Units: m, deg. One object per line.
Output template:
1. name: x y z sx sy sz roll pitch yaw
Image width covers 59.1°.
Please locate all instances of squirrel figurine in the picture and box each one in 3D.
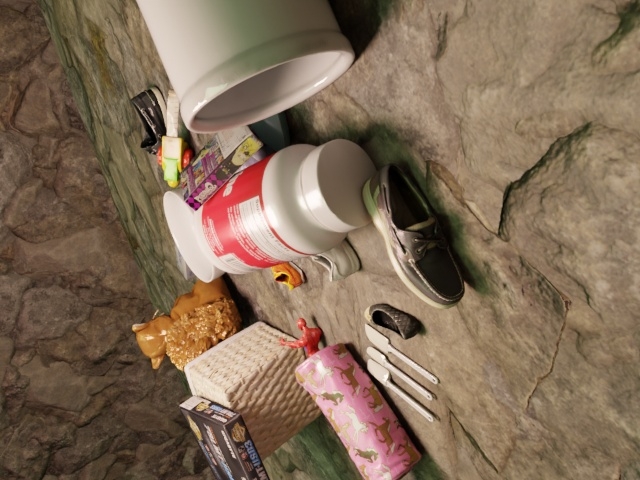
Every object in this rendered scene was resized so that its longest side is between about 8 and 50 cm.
1. squirrel figurine: -0.481 0.312 2.041 0.397 0.370 0.281 33 143 67

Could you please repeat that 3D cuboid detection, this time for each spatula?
1. spatula: 0.191 0.320 1.355 0.242 0.019 0.168 31 133 44

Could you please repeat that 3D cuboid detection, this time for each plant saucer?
1. plant saucer: -0.164 -0.297 1.412 0.317 0.043 0.318 41 145 38

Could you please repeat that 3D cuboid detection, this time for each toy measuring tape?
1. toy measuring tape: -0.477 -0.338 1.870 0.121 0.121 0.331 32 122 45

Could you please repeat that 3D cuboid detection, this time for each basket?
1. basket: -0.211 0.498 1.867 0.266 0.331 0.329 9 121 51

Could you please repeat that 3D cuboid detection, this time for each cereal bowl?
1. cereal bowl: -0.391 -0.035 1.911 0.339 0.141 0.339 40 144 38

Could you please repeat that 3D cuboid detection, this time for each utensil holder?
1. utensil holder: -0.159 -0.435 1.002 0.327 0.327 0.386 -20 93 62

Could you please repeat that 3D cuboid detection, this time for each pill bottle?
1. pill bottle: -0.077 -0.069 1.205 0.407 0.229 0.229 -17 99 46

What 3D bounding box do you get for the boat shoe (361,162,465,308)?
1. boat shoe: 0.172 -0.011 1.019 0.285 0.102 0.092 62 158 15

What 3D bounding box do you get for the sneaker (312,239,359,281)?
1. sneaker: 0.000 0.000 1.325 0.212 0.094 0.080 55 152 17

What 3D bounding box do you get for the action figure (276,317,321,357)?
1. action figure: -0.030 0.355 1.671 0.139 0.091 0.281 -6 109 51

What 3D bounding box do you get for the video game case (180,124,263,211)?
1. video game case: -0.234 -0.187 1.296 0.042 0.210 0.232 44 -175 -27

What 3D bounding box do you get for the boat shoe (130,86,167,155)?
1. boat shoe: -0.587 -0.362 2.000 0.127 0.113 0.340 36 141 41

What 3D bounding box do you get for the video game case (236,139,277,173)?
1. video game case: -0.174 -0.185 1.451 0.274 0.026 0.196 40 144 36

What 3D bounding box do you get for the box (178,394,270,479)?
1. box: -0.286 0.632 1.714 0.293 0.073 0.296 -1 115 53

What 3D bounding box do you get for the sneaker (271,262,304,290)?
1. sneaker: -0.116 0.081 1.620 0.175 0.067 0.064 34 142 46

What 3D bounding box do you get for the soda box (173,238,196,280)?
1. soda box: -0.508 0.025 2.205 0.091 0.098 0.286 48 148 29

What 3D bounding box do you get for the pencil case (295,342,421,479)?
1. pencil case: 0.096 0.460 1.480 0.386 0.160 0.167 53 158 18

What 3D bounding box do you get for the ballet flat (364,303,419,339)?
1. ballet flat: 0.151 0.180 1.266 0.173 0.049 0.058 10 120 57
